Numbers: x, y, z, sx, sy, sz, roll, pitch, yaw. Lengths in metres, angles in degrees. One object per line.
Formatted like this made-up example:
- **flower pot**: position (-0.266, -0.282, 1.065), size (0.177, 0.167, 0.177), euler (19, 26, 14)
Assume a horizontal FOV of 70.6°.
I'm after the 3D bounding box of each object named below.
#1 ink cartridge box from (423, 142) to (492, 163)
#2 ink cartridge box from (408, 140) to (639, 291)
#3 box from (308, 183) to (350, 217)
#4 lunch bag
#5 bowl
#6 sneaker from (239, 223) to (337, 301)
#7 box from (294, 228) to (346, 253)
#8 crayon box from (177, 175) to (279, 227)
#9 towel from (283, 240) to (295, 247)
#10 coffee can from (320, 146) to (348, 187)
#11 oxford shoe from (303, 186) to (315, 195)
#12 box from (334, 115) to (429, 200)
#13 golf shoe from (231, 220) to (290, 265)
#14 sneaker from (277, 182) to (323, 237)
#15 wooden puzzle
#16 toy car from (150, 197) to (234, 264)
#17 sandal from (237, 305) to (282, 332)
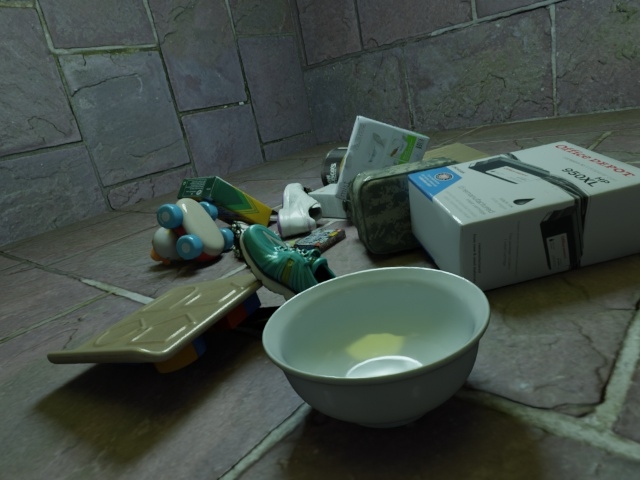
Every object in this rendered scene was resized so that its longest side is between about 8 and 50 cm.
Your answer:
- **ink cartridge box**: position (0.496, -0.275, 1.686), size (0.234, 0.088, 0.193), euler (-19, 38, -25)
- **ink cartridge box**: position (0.422, -0.065, 0.958), size (0.395, 0.166, 0.285), euler (-13, 28, -5)
- **box**: position (0.064, -0.146, 1.643), size (0.170, 0.091, 0.130), euler (7, 26, 46)
- **lunch bag**: position (0.225, -0.107, 1.211), size (0.305, 0.212, 0.256), euler (-13, 18, -5)
- **bowl**: position (0.080, 0.153, 0.618), size (0.298, 0.134, 0.298), euler (-11, 18, 4)
- **sneaker**: position (-0.032, 0.053, 0.837), size (0.275, 0.110, 0.107), euler (39, 37, 16)
- **box**: position (0.000, 0.000, 1.334), size (0.094, 0.027, 0.137), euler (2, 22, 36)
- **crayon box**: position (-0.324, -0.122, 1.644), size (0.203, 0.083, 0.323), euler (4, -18, 42)
- **towel**: position (-0.118, 0.018, 1.388), size (0.083, 0.009, 0.060), euler (-12, 17, -1)
- **coffee can**: position (0.164, -0.262, 1.748), size (0.201, 0.201, 0.275), euler (-24, 22, -34)
- **oxford shoe**: position (-0.032, -0.171, 1.785), size (0.083, 0.096, 0.227), euler (-1, 19, 38)
- **box**: position (0.189, -0.237, 1.445), size (0.231, 0.262, 0.127), euler (16, 18, 0)
- **golf shoe**: position (-0.189, 0.009, 1.346), size (0.120, 0.105, 0.273), euler (-7, 21, -26)
- **sneaker**: position (-0.062, -0.107, 1.571), size (0.152, 0.114, 0.305), euler (-6, 34, 6)
- **wooden puzzle**: position (-0.278, 0.162, 0.871), size (0.322, 0.080, 0.348), euler (-11, 11, 35)
- **toy car**: position (-0.440, 0.009, 1.429), size (0.238, 0.210, 0.219), euler (-36, -6, 22)
- **sandal**: position (-0.082, 0.155, 0.881), size (0.179, 0.040, 0.067), euler (-8, 16, 4)
